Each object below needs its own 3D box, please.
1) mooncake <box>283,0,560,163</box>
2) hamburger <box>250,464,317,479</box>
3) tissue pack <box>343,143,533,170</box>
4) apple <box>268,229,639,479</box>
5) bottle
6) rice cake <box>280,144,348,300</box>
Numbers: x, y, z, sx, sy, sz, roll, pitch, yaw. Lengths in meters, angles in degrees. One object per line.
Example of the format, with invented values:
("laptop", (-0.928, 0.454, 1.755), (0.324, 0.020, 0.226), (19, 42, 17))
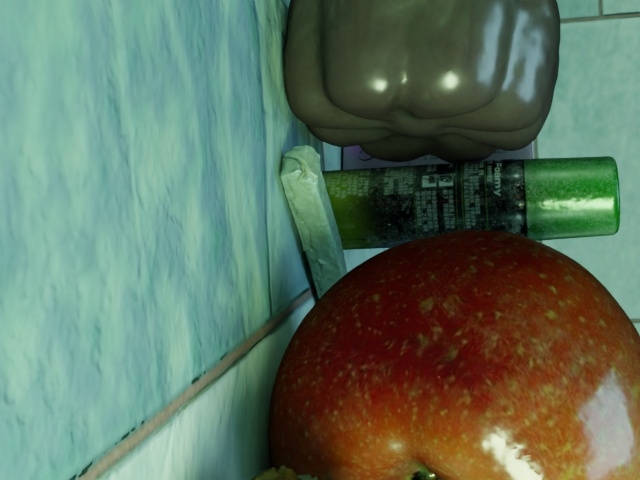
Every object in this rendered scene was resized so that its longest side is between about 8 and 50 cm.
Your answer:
("mooncake", (0.106, -0.178, 1.042), (0.306, 0.306, 0.154), (38, 55, -74))
("hamburger", (-0.019, 0.299, 0.651), (0.259, 0.144, 0.283), (-35, 119, -77))
("tissue pack", (0.156, -0.078, 1.310), (0.092, 0.246, 0.149), (57, 32, -68))
("apple", (0.120, 0.168, 0.868), (0.277, 0.348, 0.349), (-32, 120, -61))
("bottle", (0.157, -0.041, 1.104), (0.093, 0.330, 0.093), (-3, 90, -78))
("rice cake", (0.000, 0.000, 1.050), (0.245, 0.042, 0.045), (74, 15, -46))
